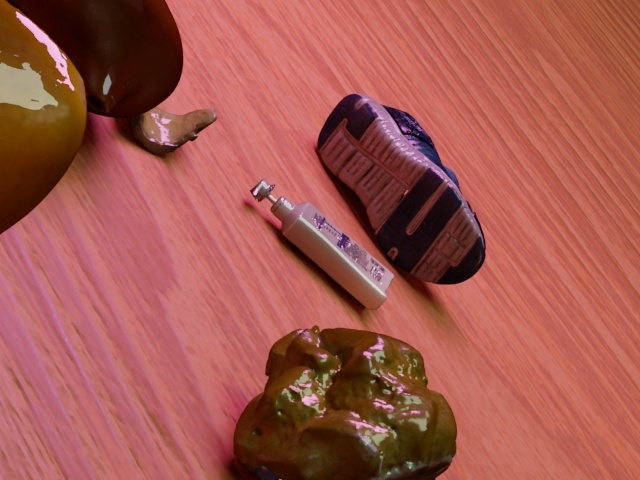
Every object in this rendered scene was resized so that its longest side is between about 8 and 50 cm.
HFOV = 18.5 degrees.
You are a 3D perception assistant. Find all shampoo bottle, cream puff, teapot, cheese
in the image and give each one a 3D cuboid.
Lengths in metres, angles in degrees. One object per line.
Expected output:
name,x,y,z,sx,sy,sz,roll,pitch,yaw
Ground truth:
shampoo bottle,0.000,0.000,1.594,0.141,0.034,0.049,41,30,-6
cream puff,0.014,0.117,1.307,0.156,0.121,0.156,30,28,-18
teapot,-0.200,-0.170,1.453,0.252,0.135,0.178,41,-20,42
cheese,-0.119,-0.096,1.550,0.084,0.041,0.060,14,27,-25

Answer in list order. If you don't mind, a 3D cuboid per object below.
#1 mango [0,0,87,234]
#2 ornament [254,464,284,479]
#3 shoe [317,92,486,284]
mango,-0.270,-0.051,0.891,0.201,0.350,0.199,49,49,-66
ornament,0.018,0.245,1.159,0.236,0.080,0.202,48,20,2
shoe,0.087,-0.047,1.740,0.106,0.091,0.207,8,39,-47
